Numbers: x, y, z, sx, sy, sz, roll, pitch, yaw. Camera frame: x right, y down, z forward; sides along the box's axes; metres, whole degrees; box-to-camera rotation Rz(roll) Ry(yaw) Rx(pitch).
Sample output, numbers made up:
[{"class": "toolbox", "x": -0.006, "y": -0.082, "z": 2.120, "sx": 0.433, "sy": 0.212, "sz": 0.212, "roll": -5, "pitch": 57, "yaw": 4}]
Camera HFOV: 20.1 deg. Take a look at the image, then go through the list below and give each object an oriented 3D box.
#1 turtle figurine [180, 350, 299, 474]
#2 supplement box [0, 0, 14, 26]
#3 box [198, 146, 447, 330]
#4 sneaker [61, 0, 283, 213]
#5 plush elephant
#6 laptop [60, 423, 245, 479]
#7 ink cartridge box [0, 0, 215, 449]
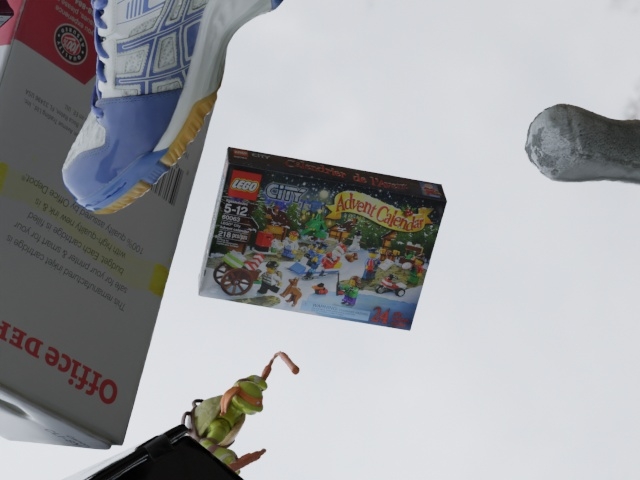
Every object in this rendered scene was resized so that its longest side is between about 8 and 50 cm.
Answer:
[{"class": "turtle figurine", "x": -0.131, "y": 0.235, "z": 2.109, "sx": 0.087, "sy": 0.217, "sz": 0.269, "roll": 36, "pitch": -154, "yaw": -10}, {"class": "supplement box", "x": -0.301, "y": -0.187, "z": 1.493, "sx": 0.043, "sy": 0.083, "sz": 0.055, "roll": -10, "pitch": -111, "yaw": -54}, {"class": "box", "x": 0.000, "y": 0.000, "z": 1.896, "sx": 0.233, "sy": 0.159, "sz": 0.044, "roll": 9, "pitch": -153, "yaw": -9}, {"class": "sneaker", "x": -0.118, "y": -0.157, "z": 1.239, "sx": 0.131, "sy": 0.296, "sz": 0.112, "roll": 25, "pitch": -159, "yaw": -24}, {"class": "plush elephant", "x": 0.377, "y": -0.185, "z": 1.625, "sx": 0.330, "sy": 0.272, "sz": 0.255, "roll": 15, "pitch": -125, "yaw": -25}, {"class": "laptop", "x": -0.232, "y": 0.363, "z": 1.682, "sx": 0.382, "sy": 0.408, "sz": 0.236, "roll": -28, "pitch": -90, "yaw": -43}, {"class": "ink cartridge box", "x": -0.282, "y": -0.025, "z": 1.733, "sx": 0.279, "sy": 0.160, "sz": 0.385, "roll": 37, "pitch": -121, "yaw": -46}]
